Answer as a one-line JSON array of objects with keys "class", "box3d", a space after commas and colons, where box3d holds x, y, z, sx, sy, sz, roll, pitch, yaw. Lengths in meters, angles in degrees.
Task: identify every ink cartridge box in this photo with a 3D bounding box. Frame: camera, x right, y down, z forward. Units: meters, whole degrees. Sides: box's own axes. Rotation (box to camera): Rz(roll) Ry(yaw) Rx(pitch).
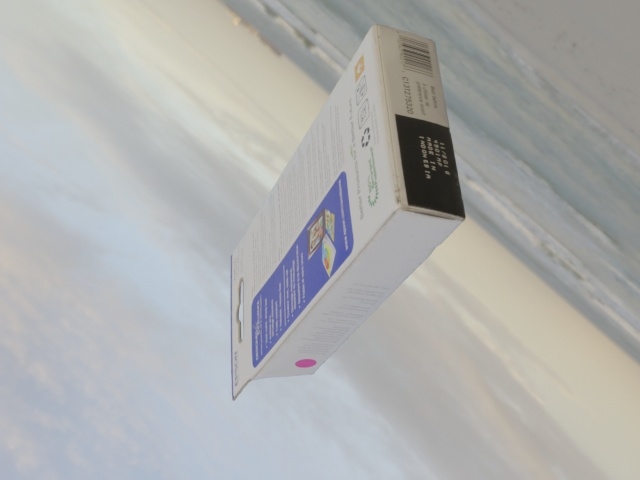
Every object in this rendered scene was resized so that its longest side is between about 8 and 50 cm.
[{"class": "ink cartridge box", "box3d": [0.000, 0.000, 0.749, 0.069, 0.371, 0.176, 11, -124, -23]}]
